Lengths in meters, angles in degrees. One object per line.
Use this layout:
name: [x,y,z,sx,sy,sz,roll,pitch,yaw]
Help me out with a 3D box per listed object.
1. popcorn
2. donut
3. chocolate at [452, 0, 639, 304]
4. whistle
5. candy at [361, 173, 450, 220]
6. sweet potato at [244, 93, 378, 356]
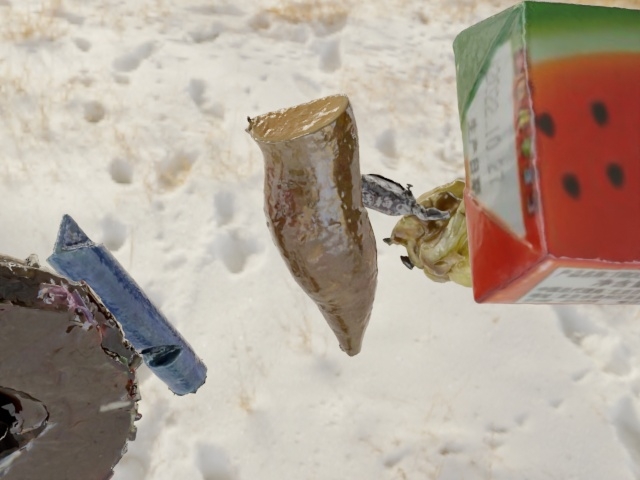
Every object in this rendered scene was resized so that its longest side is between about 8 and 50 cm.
popcorn: [0.235,-0.006,1.517,0.190,0.191,0.253,59,29,1]
donut: [-0.261,0.120,0.644,0.269,0.270,0.103,-12,34,-30]
chocolate: [0.355,-0.101,1.049,0.360,0.161,0.341,1,77,-13]
whistle: [-0.223,0.085,1.047,0.062,0.304,0.062,-13,49,15]
candy: [0.075,-0.065,1.274,0.226,0.051,0.094,18,24,6]
sweet potato: [0.003,0.000,1.078,0.131,0.337,0.131,-9,19,3]
